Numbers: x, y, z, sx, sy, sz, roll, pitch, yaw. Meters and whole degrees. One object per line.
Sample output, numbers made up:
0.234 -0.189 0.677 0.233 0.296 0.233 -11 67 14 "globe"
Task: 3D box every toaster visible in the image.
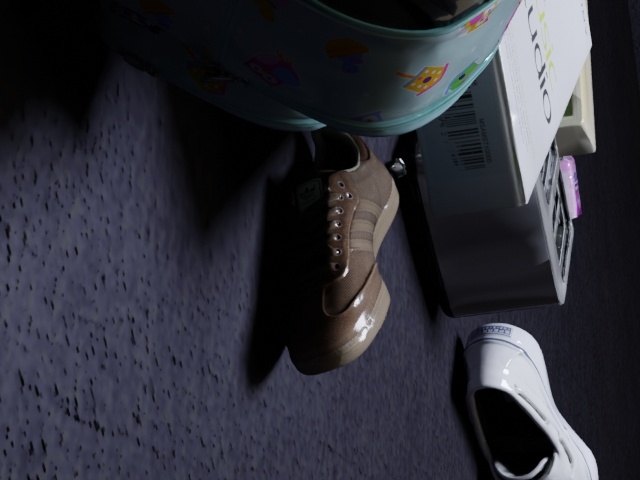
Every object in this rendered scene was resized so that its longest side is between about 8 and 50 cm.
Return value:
0.140 -0.040 1.118 0.185 0.110 0.168 -67 145 -55 "toaster"

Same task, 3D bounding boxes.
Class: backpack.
-0.002 -0.130 0.573 0.166 0.188 0.144 -53 164 -35 "backpack"

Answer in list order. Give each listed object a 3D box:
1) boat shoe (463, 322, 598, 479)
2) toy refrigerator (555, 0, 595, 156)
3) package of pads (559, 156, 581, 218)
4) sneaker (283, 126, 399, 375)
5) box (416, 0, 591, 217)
0.185 0.193 1.234 0.258 0.095 0.084 59 34 -31 "boat shoe"
0.238 -0.231 1.475 0.094 0.102 0.269 42 46 -63 "toy refrigerator"
0.326 -0.070 1.791 0.050 0.032 0.083 -24 107 -67 "package of pads"
0.000 0.000 0.796 0.071 0.066 0.188 54 26 -26 "sneaker"
0.102 -0.179 0.794 0.322 0.058 0.232 -56 136 -62 "box"
